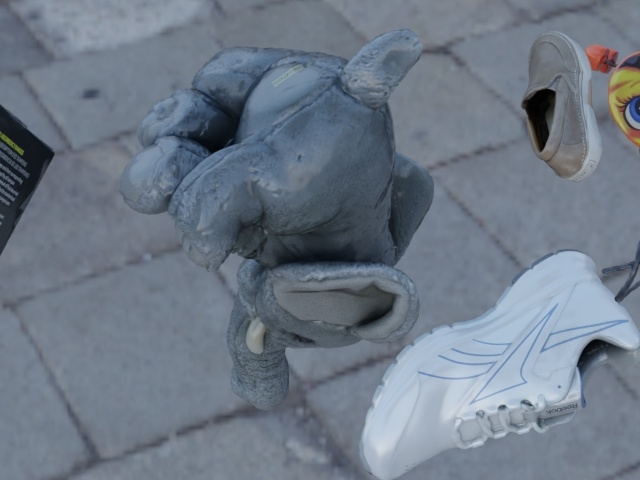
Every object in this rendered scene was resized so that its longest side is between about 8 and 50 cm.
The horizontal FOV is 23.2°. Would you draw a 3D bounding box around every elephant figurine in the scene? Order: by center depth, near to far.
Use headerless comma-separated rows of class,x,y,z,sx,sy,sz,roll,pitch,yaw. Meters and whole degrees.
elephant figurine,0.000,0.000,0.973,0.169,0.239,0.186,-49,37,-18

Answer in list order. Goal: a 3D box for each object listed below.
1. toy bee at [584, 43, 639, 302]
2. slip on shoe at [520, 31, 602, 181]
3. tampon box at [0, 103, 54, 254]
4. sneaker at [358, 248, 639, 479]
toy bee,0.286,-0.119,1.193,0.298,0.195,0.162,-41,74,-1
slip on shoe,0.161,-0.099,1.088,0.041,0.051,0.135,17,48,-25
tampon box,-0.225,-0.010,0.728,0.120,0.101,0.161,25,82,13
sneaker,0.166,0.128,1.428,0.297,0.111,0.129,-36,57,-11
